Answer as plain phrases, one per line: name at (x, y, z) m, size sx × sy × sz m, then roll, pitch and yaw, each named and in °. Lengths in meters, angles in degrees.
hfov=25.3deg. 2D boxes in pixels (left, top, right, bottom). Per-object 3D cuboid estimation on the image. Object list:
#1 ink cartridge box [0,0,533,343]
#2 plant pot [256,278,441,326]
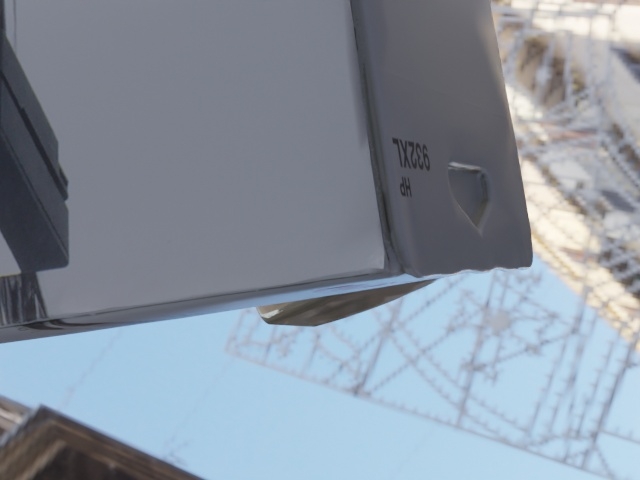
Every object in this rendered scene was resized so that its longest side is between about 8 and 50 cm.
ink cartridge box at (-0.090, -0.028, 0.579) m, size 0.223 × 0.307 × 0.129 m, roll -1°, pitch -97°, yaw -71°
plant pot at (0.000, 0.000, 0.920) m, size 0.096 × 0.109 × 0.109 m, roll -35°, pitch -19°, yaw 19°
